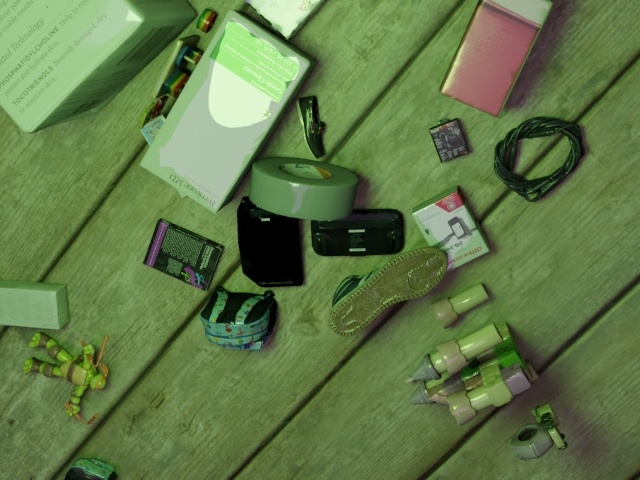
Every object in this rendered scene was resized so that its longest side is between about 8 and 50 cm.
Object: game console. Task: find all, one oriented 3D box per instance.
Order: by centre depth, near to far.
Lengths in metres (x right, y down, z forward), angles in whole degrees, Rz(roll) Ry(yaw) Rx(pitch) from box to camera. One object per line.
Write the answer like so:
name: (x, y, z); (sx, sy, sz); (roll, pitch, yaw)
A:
game console: (0.000, 0.000, 1.764); (0.361, 0.044, 0.213); (-2, 118, 4)

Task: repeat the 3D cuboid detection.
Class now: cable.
cable: (0.447, -0.178, 1.650); (0.150, 0.047, 0.184); (45, 111, -1)

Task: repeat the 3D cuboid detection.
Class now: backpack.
backpack: (-0.186, 0.183, 1.791); (0.158, 0.173, 0.116); (5, 107, 7)
backpack: (-0.581, 0.601, 2.030); (0.114, 0.084, 0.105); (28, 109, -5)

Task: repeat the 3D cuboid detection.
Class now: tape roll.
tape roll: (-0.035, -0.109, 1.653); (0.219, 0.219, 0.072); (11, 109, 6)

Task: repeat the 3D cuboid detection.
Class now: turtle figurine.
turtle figurine: (-0.594, 0.298, 1.940); (0.217, 0.087, 0.269); (24, 118, 9)

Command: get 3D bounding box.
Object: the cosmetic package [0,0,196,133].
cosmetic package: (-0.521, -0.477, 1.564); (0.327, 0.329, 0.393); (-38, 97, 18)

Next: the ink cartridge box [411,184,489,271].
ink cartridge box: (0.277, -0.023, 1.709); (0.109, 0.063, 0.150); (-28, 100, 16)

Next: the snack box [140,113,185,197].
snack box: (-0.324, -0.186, 1.781); (0.064, 0.022, 0.178); (-28, 100, 15)

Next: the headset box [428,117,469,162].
headset box: (0.264, -0.210, 1.671); (0.062, 0.032, 0.083); (-20, 102, 14)

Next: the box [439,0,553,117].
box: (0.332, -0.370, 1.550); (0.127, 0.148, 0.232); (24, 108, 3)

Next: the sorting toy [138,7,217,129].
sorting toy: (-0.289, -0.344, 1.669); (0.046, 0.132, 0.274); (31, 109, -3)

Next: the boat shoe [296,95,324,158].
boat shoe: (-0.014, -0.238, 1.700); (0.042, 0.049, 0.133); (-10, 101, 20)

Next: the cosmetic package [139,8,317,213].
cosmetic package: (-0.185, -0.263, 1.657); (0.197, 0.155, 0.365); (32, 104, -3)

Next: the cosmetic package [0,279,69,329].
cosmetic package: (-0.726, 0.150, 1.929); (0.239, 0.060, 0.098); (4, 105, 8)

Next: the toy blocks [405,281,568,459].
toy blocks: (0.305, 0.304, 1.692); (0.260, 0.288, 0.309); (-31, 103, 13)

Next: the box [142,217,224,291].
box: (-0.312, 0.033, 1.843); (0.162, 0.029, 0.116); (25, 110, 3)

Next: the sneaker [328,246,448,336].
sneaker: (0.138, 0.093, 1.737); (0.282, 0.153, 0.099); (-33, 97, 5)

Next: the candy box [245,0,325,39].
candy box: (-0.079, -0.528, 1.611); (0.196, 0.070, 0.165); (44, 108, -5)
